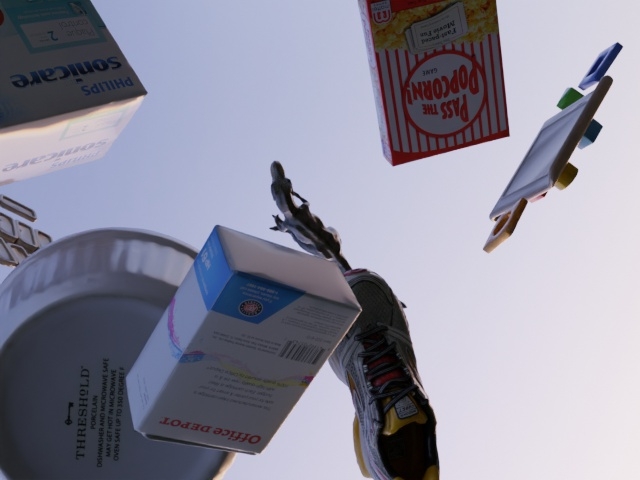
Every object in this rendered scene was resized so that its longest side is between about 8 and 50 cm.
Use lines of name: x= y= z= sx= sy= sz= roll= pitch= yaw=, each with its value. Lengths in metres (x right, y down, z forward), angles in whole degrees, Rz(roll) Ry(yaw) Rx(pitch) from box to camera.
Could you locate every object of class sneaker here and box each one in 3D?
sneaker: x=0.066 y=0.133 z=0.859 sx=0.088 sy=0.092 sz=0.225 roll=-19 pitch=-84 yaw=-16

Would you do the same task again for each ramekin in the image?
ramekin: x=-0.180 y=0.130 z=0.830 sx=0.127 sy=0.272 sz=0.273 roll=-121 pitch=21 yaw=-76

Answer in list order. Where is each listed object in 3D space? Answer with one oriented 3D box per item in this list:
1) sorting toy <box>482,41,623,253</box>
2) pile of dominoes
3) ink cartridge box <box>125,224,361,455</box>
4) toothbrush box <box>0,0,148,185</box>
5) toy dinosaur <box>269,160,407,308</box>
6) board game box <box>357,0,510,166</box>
sorting toy: x=0.317 y=-0.111 z=1.252 sx=0.047 sy=0.196 sz=0.348 roll=35 pitch=-110 yaw=-3
pile of dominoes: x=-0.456 y=-0.024 z=1.185 sx=0.251 sy=0.196 sz=0.040 roll=30 pitch=-75 yaw=-35
ink cartridge box: x=-0.048 y=0.062 z=0.547 sx=0.088 sy=0.052 sz=0.122 roll=19 pitch=-65 yaw=-32
toothbrush box: x=-0.343 y=-0.204 z=0.891 sx=0.216 sy=0.126 sz=0.296 roll=-22 pitch=-102 yaw=-43
toy dinosaur: x=0.000 y=0.000 z=1.240 sx=0.064 sy=0.118 sz=0.268 roll=-48 pitch=-66 yaw=-6
board game box: x=0.130 y=-0.195 z=1.046 sx=0.045 sy=0.146 sz=0.194 roll=-120 pitch=16 yaw=-64
